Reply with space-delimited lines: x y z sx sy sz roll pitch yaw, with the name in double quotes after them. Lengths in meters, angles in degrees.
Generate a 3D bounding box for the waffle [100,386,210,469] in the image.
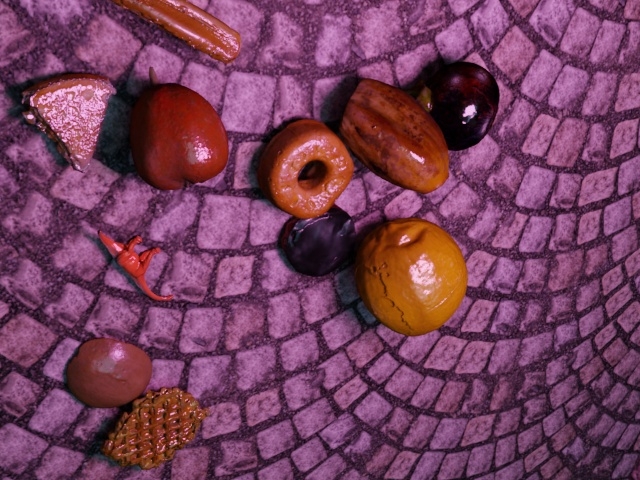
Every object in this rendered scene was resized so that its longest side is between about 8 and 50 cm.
-0.407 0.467 1.895 0.254 0.052 0.245 -51 138 6 "waffle"

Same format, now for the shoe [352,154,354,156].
0.155 -0.218 1.859 0.159 0.053 0.062 -2 119 -31 "shoe"

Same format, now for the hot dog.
-0.284 -0.434 1.490 0.289 0.068 0.083 25 78 -32 "hot dog"

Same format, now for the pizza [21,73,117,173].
-0.483 -0.227 1.496 0.185 0.052 0.195 -16 118 -30 "pizza"

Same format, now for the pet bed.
0.000 0.000 1.887 0.201 0.053 0.201 -12 120 -22 "pet bed"

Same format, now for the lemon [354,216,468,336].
0.224 0.088 1.918 0.297 0.297 0.297 -13 121 -23 "lemon"

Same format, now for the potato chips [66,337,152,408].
-0.485 0.317 1.779 0.195 0.062 0.208 -18 125 -18 "potato chips"

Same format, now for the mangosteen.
0.313 -0.320 1.810 0.216 0.216 0.216 -13 121 -23 "mangosteen"

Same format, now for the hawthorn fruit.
-0.292 -0.225 1.529 0.199 0.199 0.251 -24 114 -17 "hawthorn fruit"

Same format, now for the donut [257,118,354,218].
-0.033 -0.160 1.746 0.227 0.114 0.226 -12 120 -22 "donut"

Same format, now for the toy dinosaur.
-0.398 0.050 1.692 0.101 0.055 0.279 -39 129 6 "toy dinosaur"

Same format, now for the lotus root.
0.167 -0.225 1.743 0.291 0.193 0.193 39 93 -4 "lotus root"
